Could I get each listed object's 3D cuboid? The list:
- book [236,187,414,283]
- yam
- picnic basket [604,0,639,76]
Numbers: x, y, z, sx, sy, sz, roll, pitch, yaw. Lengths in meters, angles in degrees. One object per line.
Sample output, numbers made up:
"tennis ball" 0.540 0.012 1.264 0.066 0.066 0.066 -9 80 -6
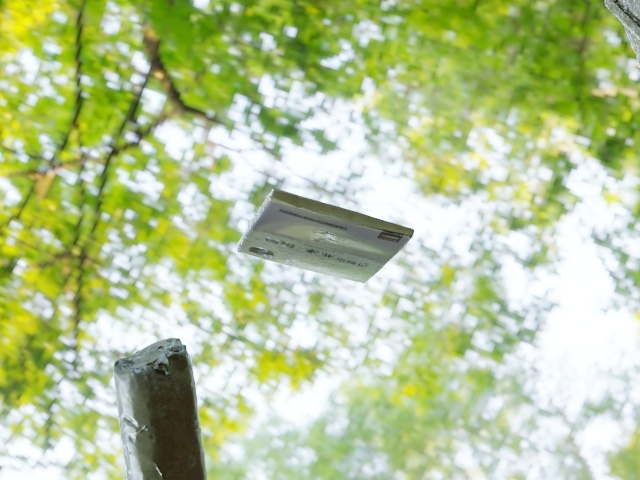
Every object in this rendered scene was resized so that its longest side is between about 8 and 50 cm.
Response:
"book" 0.000 0.000 1.437 0.127 0.181 0.014 16 -107 -8
"yam" -0.171 0.240 1.805 0.093 0.093 0.259 -14 -78 -40
"picnic basket" 0.366 -0.255 1.469 0.165 0.266 0.139 -18 -99 -11
